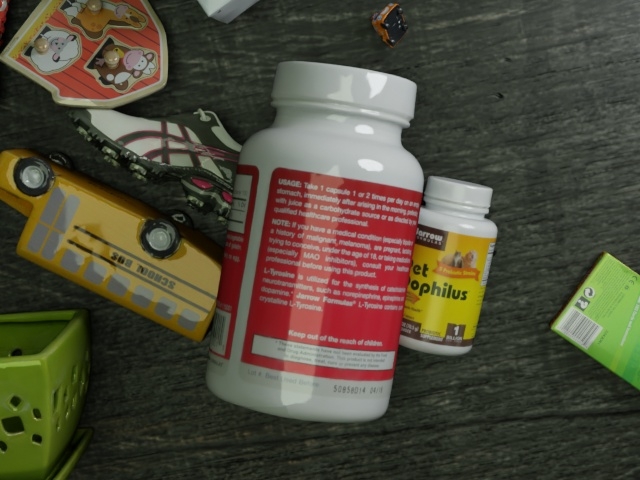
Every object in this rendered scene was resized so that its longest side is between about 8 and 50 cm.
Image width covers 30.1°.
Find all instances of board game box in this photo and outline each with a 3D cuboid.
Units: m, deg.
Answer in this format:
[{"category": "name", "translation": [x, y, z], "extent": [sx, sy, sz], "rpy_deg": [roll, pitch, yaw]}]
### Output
[{"category": "board game box", "translation": [0.440, 0.137, 1.546], "extent": [0.259, 0.039, 0.124], "rpy_deg": [35, 98, 2]}]

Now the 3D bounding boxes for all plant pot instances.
[{"category": "plant pot", "translation": [-0.417, 0.219, 1.524], "extent": [0.228, 0.227, 0.207], "rpy_deg": [-4, 102, 4]}]

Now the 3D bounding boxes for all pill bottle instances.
[{"category": "pill bottle", "translation": [0.000, 0.000, 1.440], "extent": [0.229, 0.229, 0.408], "rpy_deg": [9, 92, 3]}, {"category": "pill bottle", "translation": [0.156, 0.031, 1.510], "extent": [0.117, 0.117, 0.215], "rpy_deg": [11, 97, 2]}]

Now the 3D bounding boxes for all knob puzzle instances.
[{"category": "knob puzzle", "translation": [-0.279, -0.249, 1.506], "extent": [0.213, 0.030, 0.213], "rpy_deg": [3, 69, -8]}]

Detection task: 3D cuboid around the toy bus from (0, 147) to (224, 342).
[{"category": "toy bus", "translation": [-0.271, -0.002, 1.542], "extent": [0.332, 0.108, 0.130], "rpy_deg": [26, 99, 0]}]

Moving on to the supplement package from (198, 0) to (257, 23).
[{"category": "supplement package", "translation": [-0.106, -0.407, 1.460], "extent": [0.194, 0.149, 0.203], "rpy_deg": [-33, 94, 7]}]

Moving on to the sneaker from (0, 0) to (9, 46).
[{"category": "sneaker", "translation": [-0.427, -0.316, 1.523], "extent": [0.145, 0.090, 0.270], "rpy_deg": [-17, 93, 8]}]

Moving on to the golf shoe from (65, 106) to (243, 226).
[{"category": "golf shoe", "translation": [-0.192, -0.123, 1.538], "extent": [0.272, 0.105, 0.120], "rpy_deg": [28, 82, -6]}]

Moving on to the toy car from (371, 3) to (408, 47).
[{"category": "toy car", "translation": [0.065, -0.246, 1.517], "extent": [0.040, 0.060, 0.122], "rpy_deg": [32, 91, 32]}]
